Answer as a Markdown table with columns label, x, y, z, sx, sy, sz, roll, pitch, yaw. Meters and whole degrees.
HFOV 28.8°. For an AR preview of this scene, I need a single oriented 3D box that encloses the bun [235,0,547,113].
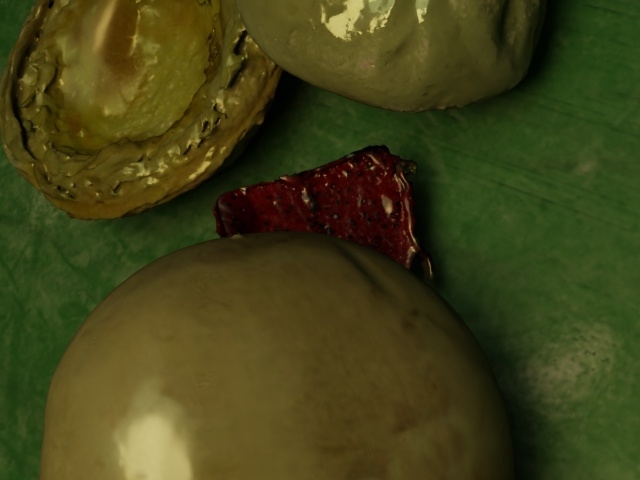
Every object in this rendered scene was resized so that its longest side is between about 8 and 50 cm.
| label | x | y | z | sx | sy | sz | roll | pitch | yaw |
| --- | --- | --- | --- | --- | --- | --- | --- | --- | --- |
| bun | 0.055 | -0.199 | 0.863 | 0.231 | 0.133 | 0.231 | 3 | 55 | -4 |

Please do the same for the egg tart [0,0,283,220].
| label | x | y | z | sx | sy | sz | roll | pitch | yaw |
| --- | --- | --- | --- | --- | --- | --- | --- | --- | --- |
| egg tart | -0.136 | -0.134 | 1.007 | 0.288 | 0.118 | 0.288 | -11 | 66 | 27 |

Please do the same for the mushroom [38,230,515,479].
| label | x | y | z | sx | sy | sz | roll | pitch | yaw |
| --- | --- | --- | --- | --- | --- | --- | --- | --- | --- |
| mushroom | -0.041 | 0.147 | 0.777 | 0.290 | 0.292 | 0.293 | -30 | 49 | 58 |

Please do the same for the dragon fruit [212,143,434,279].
| label | x | y | z | sx | sy | sz | roll | pitch | yaw |
| --- | --- | --- | --- | --- | --- | --- | --- | --- | --- |
| dragon fruit | 0.000 | 0.000 | 0.892 | 0.147 | 0.096 | 0.102 | -9 | 72 | -6 |
